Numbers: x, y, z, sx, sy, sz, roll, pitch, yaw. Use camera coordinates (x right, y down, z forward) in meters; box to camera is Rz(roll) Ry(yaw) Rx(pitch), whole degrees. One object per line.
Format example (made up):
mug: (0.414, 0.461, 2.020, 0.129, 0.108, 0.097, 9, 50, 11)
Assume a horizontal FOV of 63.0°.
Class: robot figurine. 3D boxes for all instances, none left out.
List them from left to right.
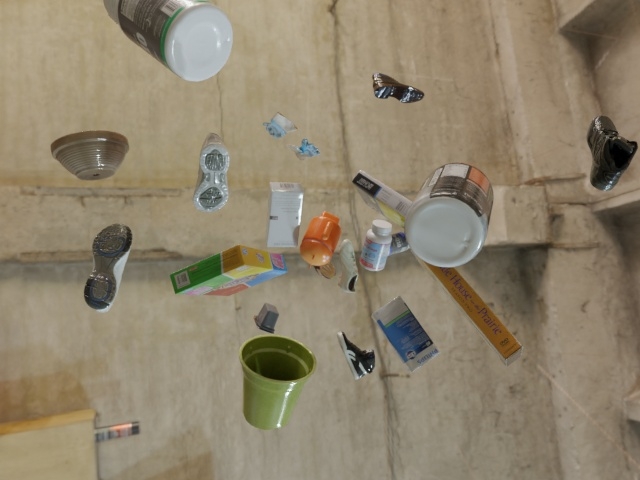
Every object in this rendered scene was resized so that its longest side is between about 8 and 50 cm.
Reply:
robot figurine: (0.000, 0.001, 1.917, 0.158, 0.128, 0.219, -6, -132, 39)

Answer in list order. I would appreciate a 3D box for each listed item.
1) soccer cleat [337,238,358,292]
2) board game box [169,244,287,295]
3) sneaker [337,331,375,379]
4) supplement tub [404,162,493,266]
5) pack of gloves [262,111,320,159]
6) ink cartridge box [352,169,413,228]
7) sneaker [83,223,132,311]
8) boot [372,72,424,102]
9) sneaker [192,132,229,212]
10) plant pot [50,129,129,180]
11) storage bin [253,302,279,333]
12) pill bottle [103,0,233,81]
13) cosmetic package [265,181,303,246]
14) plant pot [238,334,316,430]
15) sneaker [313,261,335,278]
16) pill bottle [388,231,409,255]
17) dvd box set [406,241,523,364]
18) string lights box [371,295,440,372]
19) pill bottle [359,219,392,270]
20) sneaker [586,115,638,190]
soccer cleat: (0.105, 0.093, 1.870, 0.076, 0.068, 0.196, 19, -66, 48)
board game box: (-0.273, 0.101, 1.629, 0.316, 0.242, 0.064, 19, 50, -69)
sneaker: (0.155, 0.453, 2.148, 0.079, 0.121, 0.217, -143, -150, -75)
supplement tub: (0.360, -0.087, 1.424, 0.338, 0.207, 0.207, -49, 155, -57)
pack of gloves: (-0.107, -0.328, 1.738, 0.046, 0.195, 0.232, -55, -163, -10)
ink cartridge box: (0.279, -0.105, 1.921, 0.304, 0.307, 0.072, 35, -95, 26)
sneaker: (-0.662, 0.085, 1.624, 0.129, 0.111, 0.297, 126, -24, -60)
boot: (0.304, -0.611, 2.063, 0.082, 0.219, 0.106, 120, -34, -49)
sneaker: (-0.284, -0.179, 1.379, 0.115, 0.090, 0.232, -103, -153, -47)
plant pot: (-0.742, -0.264, 1.702, 0.237, 0.237, 0.109, 153, -74, -65)
storage bin: (-0.237, 0.335, 2.302, 0.091, 0.098, 0.135, -65, -162, 5)
pill bottle: (-0.420, -0.597, 1.411, 0.361, 0.204, 0.204, 40, -47, 28)
cosmetic package: (-0.131, -0.090, 1.871, 0.085, 0.117, 0.231, -108, -159, -57)
plant pot: (-0.171, 0.518, 1.858, 0.276, 0.276, 0.254, -132, -131, -57)
sneaker: (0.023, 0.138, 2.433, 0.185, 0.070, 0.084, 47, -17, 50)
pill bottle: (0.296, 0.010, 2.033, 0.078, 0.137, 0.078, 39, -43, 50)
dvd box set: (0.423, 0.174, 1.532, 0.420, 0.062, 0.307, 53, 5, 24)
string lights box: (0.321, 0.356, 1.983, 0.259, 0.133, 0.077, 56, -7, 16)
pill bottle: (0.189, 0.015, 1.747, 0.087, 0.087, 0.160, -126, -139, -54)
sneaker: (0.750, -0.252, 1.339, 0.130, 0.087, 0.227, 97, 8, -61)
